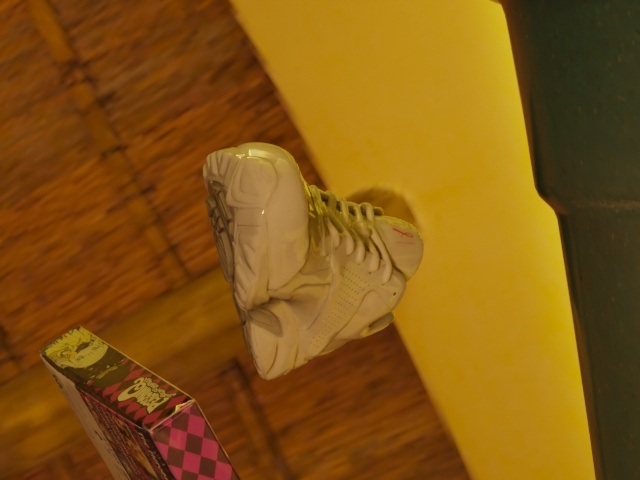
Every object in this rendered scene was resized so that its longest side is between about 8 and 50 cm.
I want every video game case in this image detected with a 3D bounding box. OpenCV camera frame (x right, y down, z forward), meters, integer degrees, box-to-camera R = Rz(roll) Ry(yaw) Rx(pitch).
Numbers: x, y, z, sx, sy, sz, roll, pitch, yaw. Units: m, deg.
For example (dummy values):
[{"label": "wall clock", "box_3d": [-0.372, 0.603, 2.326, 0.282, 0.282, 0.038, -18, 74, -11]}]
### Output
[{"label": "video game case", "box_3d": [-0.087, 0.179, 1.217, 0.042, 0.210, 0.232, -35, -67, -17]}]

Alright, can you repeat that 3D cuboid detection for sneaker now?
[{"label": "sneaker", "box_3d": [0.000, 0.000, 1.030, 0.115, 0.232, 0.090, -15, -111, -2]}]

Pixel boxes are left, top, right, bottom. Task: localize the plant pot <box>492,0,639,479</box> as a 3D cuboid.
[{"label": "plant pot", "box_3d": [0.231, 0.059, 0.622, 0.341, 0.341, 0.334, -7, -85, -45]}]
